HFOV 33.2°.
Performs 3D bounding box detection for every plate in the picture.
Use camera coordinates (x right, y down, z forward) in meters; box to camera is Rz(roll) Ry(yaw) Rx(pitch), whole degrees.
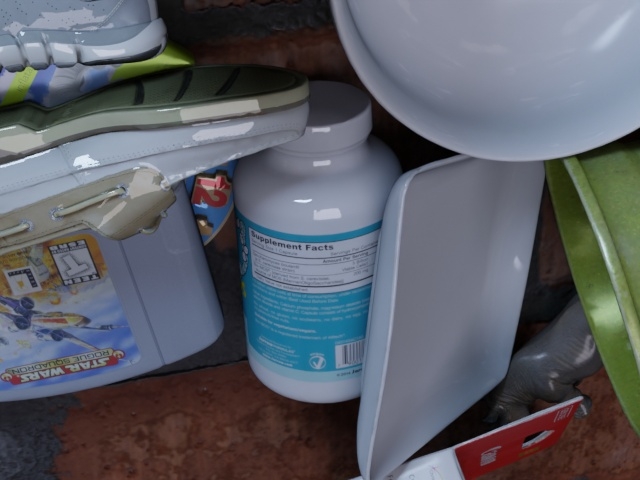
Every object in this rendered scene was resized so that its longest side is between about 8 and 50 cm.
[{"bbox_3d":[0.113,0.041,0.951,0.277,0.045,0.278,-23,126,-52],"label":"plate"}]

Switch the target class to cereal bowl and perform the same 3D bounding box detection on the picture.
[{"bbox_3d":[0.159,-0.240,0.823,0.339,0.141,0.339,-4,120,-7],"label":"cereal bowl"}]

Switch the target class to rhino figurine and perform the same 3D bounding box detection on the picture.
[{"bbox_3d":[0.244,0.136,1.121,0.243,0.073,0.106,-44,124,16],"label":"rhino figurine"}]

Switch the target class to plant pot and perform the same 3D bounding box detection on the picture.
[{"bbox_3d":[0.355,0.007,0.915,0.254,0.276,0.276,-17,124,7],"label":"plant pot"}]

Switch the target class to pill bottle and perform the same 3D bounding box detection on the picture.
[{"bbox_3d":[0.000,0.000,0.934,0.146,0.146,0.264,-7,122,-9],"label":"pill bottle"}]

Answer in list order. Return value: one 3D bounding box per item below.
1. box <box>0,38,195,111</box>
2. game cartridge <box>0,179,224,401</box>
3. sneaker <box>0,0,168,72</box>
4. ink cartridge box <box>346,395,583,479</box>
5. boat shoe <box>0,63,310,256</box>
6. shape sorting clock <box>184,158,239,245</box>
[{"bbox_3d":[-0.200,-0.139,0.838,0.178,0.042,0.109,27,102,-17],"label":"box"},{"bbox_3d":[-0.242,0.051,0.937,0.297,0.062,0.198,-12,126,1],"label":"game cartridge"},{"bbox_3d":[-0.228,-0.185,0.759,0.228,0.086,0.132,-8,104,-17],"label":"sneaker"},{"bbox_3d":[0.137,0.253,1.072,0.261,0.066,0.296,-20,160,1],"label":"ink cartridge box"},{"bbox_3d":[-0.150,-0.058,0.799,0.302,0.113,0.103,-10,112,6],"label":"boat shoe"},{"bbox_3d":[-0.170,-0.058,0.920,0.206,0.040,0.206,-6,122,-10],"label":"shape sorting clock"}]
